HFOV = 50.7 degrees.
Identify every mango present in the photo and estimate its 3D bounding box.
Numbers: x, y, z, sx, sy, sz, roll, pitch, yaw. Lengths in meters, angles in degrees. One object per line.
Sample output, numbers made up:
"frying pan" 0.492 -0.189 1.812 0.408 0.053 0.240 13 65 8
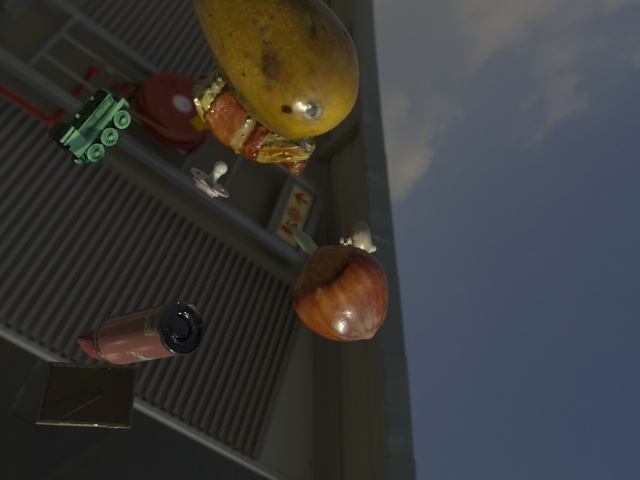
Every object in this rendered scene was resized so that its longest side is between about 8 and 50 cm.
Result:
"mango" -0.069 -0.285 0.898 0.176 0.329 0.176 -28 174 -8

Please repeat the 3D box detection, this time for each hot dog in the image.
"hot dog" -0.105 -0.179 1.033 0.103 0.213 0.146 -49 176 20

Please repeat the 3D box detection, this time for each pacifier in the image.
"pacifier" -0.228 -0.135 1.438 0.078 0.099 0.081 -51 -175 10

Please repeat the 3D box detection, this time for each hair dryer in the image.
"hair dryer" 0.000 0.000 1.824 0.206 0.237 0.075 -28 141 -35

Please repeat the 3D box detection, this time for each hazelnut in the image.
"hazelnut" 0.046 0.091 1.213 0.182 0.182 0.182 -46 -159 23

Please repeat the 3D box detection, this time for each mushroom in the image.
"mushroom" 0.086 -0.005 1.664 0.079 0.085 0.085 -12 -150 7

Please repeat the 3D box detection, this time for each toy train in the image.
"toy train" -0.464 -0.237 1.379 0.071 0.111 0.170 24 -108 33

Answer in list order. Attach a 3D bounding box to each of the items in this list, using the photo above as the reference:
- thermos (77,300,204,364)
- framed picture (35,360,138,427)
"thermos" -0.387 0.203 1.453 0.330 0.109 0.136 -15 -177 40
"framed picture" -0.385 0.256 1.124 0.011 0.149 0.109 111 -19 -50
